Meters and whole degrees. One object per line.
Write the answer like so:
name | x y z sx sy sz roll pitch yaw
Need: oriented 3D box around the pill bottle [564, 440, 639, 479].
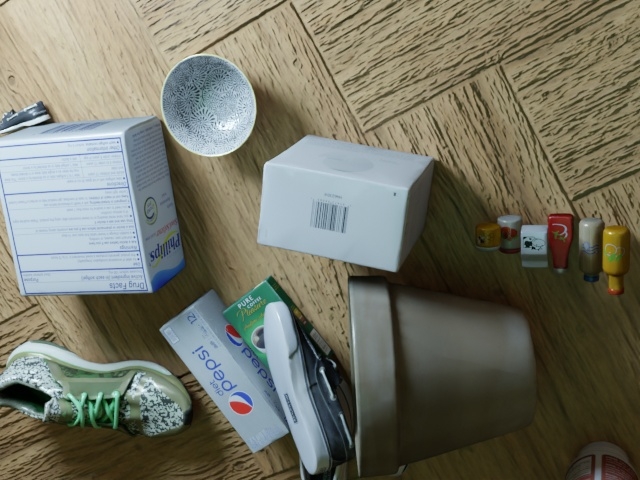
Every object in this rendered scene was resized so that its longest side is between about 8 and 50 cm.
pill bottle | 0.454 0.416 1.564 0.121 0.216 0.121 5 109 16

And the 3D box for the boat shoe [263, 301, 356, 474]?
boat shoe | -0.014 0.244 1.672 0.108 0.102 0.301 -34 73 65

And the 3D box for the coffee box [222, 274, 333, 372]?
coffee box | -0.076 0.165 1.739 0.113 0.040 0.184 -39 94 22

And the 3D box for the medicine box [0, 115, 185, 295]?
medicine box | -0.405 -0.058 1.708 0.263 0.149 0.289 -2 107 17

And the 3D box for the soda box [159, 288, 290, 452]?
soda box | -0.158 0.235 1.755 0.091 0.098 0.286 -35 95 22

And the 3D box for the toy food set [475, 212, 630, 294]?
toy food set | 0.362 0.021 1.521 0.232 0.111 0.105 0 107 14

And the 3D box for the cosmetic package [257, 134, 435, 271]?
cosmetic package | 0.046 -0.065 1.528 0.224 0.225 0.138 12 111 13

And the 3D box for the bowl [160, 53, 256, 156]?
bowl | -0.174 -0.231 1.620 0.170 0.080 0.170 5 109 15

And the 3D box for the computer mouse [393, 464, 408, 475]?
computer mouse | 0.143 0.348 1.731 0.106 0.042 0.193 18 111 10

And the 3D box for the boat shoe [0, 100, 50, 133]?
boat shoe | -0.552 -0.220 1.757 0.125 0.046 0.038 -14 103 17

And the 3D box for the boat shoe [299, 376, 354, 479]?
boat shoe | 0.003 0.367 1.754 0.096 0.088 0.268 10 110 14

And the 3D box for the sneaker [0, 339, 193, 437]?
sneaker | -0.442 0.312 1.820 0.410 0.182 0.158 8 109 14

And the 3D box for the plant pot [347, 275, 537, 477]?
plant pot | 0.188 0.210 1.557 0.280 0.323 0.323 -3 107 -1
